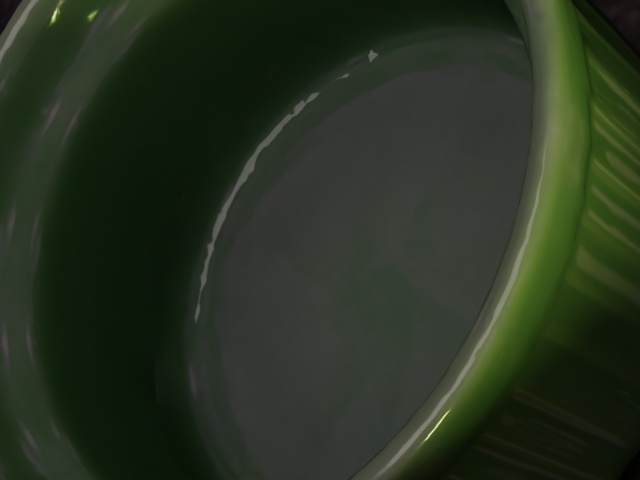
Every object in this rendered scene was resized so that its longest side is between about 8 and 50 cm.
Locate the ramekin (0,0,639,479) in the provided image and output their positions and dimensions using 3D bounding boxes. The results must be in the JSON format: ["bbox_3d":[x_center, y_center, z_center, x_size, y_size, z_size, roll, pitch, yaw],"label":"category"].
[{"bbox_3d":[0.000,0.000,0.736,0.303,0.148,0.303,-16,62,34],"label":"ramekin"}]
